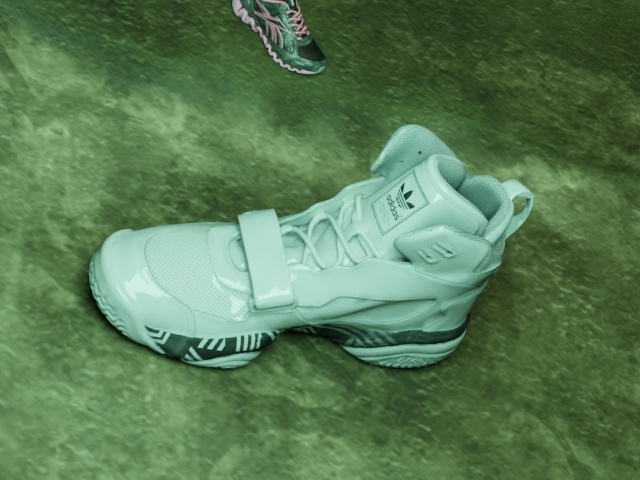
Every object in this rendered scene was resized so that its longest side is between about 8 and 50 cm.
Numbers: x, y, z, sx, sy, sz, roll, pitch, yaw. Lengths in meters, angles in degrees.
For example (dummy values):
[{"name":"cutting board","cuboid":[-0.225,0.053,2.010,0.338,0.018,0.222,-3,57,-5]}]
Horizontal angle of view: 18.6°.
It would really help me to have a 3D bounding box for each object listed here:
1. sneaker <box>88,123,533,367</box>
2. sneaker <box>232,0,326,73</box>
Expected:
[{"name":"sneaker","cuboid":[0.000,0.000,1.637,0.366,0.210,0.137,6,49,-29]},{"name":"sneaker","cuboid":[-0.035,-0.215,1.926,0.119,0.057,0.047,46,41,10]}]
